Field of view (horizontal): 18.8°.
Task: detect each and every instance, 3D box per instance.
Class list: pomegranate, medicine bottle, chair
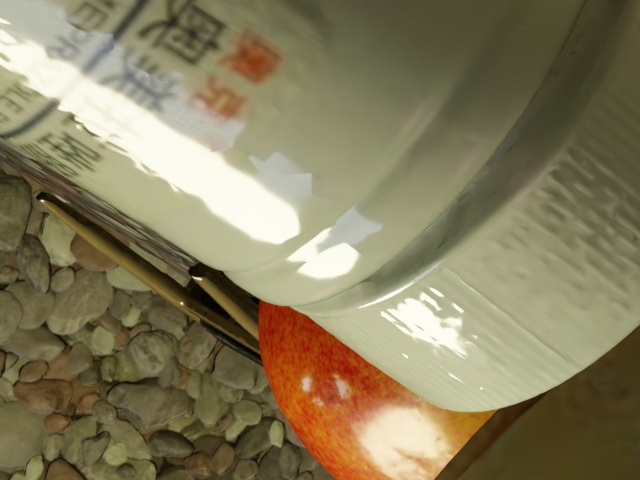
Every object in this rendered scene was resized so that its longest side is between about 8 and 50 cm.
[{"bbox_3d":[0.094,0.030,0.901,0.221,0.221,0.256,34,146,-19],"label":"pomegranate"},{"bbox_3d":[-0.030,-0.100,0.614,0.332,0.190,0.190,33,172,-19],"label":"medicine bottle"},{"bbox_3d":[0.000,0.000,1.179,0.166,0.188,0.272,25,167,43],"label":"chair"}]

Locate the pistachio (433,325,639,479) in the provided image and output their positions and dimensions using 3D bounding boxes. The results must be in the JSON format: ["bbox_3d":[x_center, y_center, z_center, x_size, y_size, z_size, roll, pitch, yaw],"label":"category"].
[{"bbox_3d":[0.189,0.199,0.757,0.365,0.445,0.281,38,-172,-9],"label":"pistachio"}]
